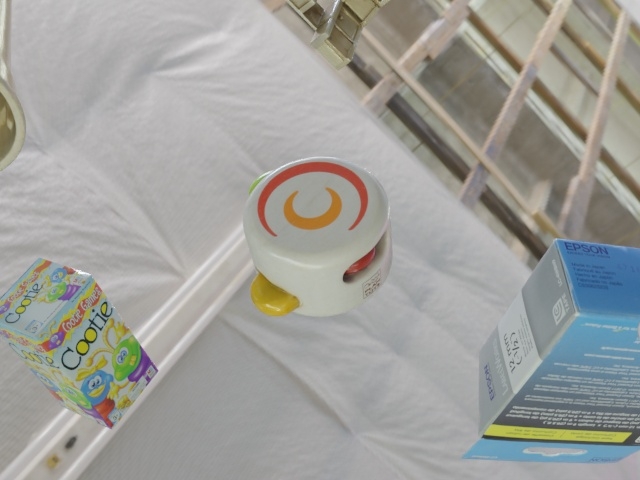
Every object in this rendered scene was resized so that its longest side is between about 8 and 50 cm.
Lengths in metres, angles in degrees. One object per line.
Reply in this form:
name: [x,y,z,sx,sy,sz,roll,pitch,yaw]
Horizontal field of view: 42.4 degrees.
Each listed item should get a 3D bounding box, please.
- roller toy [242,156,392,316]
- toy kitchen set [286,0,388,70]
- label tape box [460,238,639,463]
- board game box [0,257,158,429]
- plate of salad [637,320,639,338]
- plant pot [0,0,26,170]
roller toy: [0.000,0.000,1.105,0.191,0.146,0.209,-4,-129,5]
toy kitchen set: [0.024,-0.202,0.671,0.068,0.075,0.083,40,-135,-23]
label tape box: [0.340,0.156,1.028,0.249,0.347,0.115,6,-130,-13]
board game box: [-0.431,0.184,1.460,0.144,0.142,0.275,-54,-39,-30]
plate of salad: [0.383,0.046,0.745,0.200,0.200,0.048,-39,-74,-54]
plant pot: [-0.537,-0.288,1.077,0.334,0.334,0.305,20,-127,-33]
